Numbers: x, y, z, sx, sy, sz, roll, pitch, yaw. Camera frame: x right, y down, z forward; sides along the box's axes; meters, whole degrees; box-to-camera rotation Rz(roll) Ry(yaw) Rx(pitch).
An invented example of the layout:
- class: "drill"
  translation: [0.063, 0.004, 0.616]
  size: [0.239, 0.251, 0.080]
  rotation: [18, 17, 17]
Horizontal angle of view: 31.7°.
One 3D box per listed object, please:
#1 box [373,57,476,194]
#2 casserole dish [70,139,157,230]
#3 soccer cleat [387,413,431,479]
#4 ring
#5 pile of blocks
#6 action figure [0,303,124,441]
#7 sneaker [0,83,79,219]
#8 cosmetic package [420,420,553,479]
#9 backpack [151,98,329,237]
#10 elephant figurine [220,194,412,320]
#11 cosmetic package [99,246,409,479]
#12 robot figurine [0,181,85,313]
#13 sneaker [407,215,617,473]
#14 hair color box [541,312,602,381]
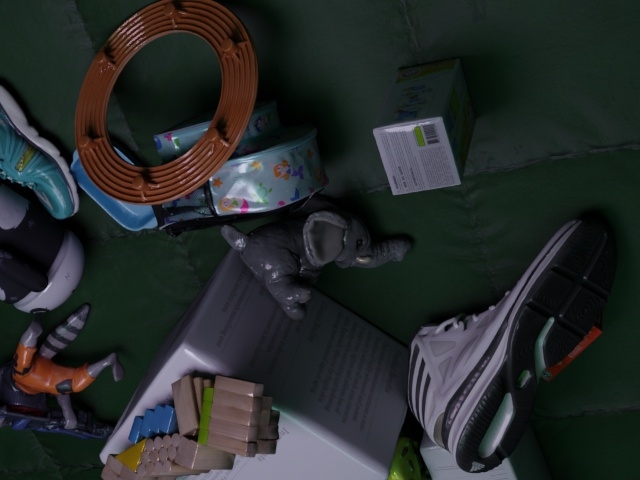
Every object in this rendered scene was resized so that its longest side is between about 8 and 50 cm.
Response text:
- class: "box"
  translation: [0.157, -0.170, 1.654]
  size: [0.103, 0.203, 0.114]
  rotation: [-8, 121, 20]
- class: "casserole dish"
  translation: [-0.341, -0.100, 1.934]
  size: [0.114, 0.037, 0.188]
  rotation: [-36, 107, 31]
- class: "soccer cleat"
  translation: [0.127, 0.379, 1.970]
  size: [0.121, 0.289, 0.093]
  rotation: [-17, 94, 11]
- class: "ring"
  translation: [-0.242, -0.216, 1.691]
  size: [0.336, 0.336, 0.032]
  rotation: [-19, 157, 25]
- class: "pile of blocks"
  translation: [-0.184, 0.295, 1.724]
  size: [0.362, 0.149, 0.112]
  rotation: [-27, 154, 35]
- class: "action figure"
  translation: [-0.513, 0.275, 2.186]
  size: [0.341, 0.178, 0.330]
  rotation: [22, 138, -37]
- class: "sneaker"
  translation: [-0.521, -0.137, 1.906]
  size: [0.107, 0.110, 0.275]
  rotation: [-23, 113, 45]
- class: "cosmetic package"
  translation: [0.317, 0.437, 2.009]
  size: [0.155, 0.197, 0.365]
  rotation: [-12, 117, 21]
- class: "backpack"
  translation: [-0.121, -0.115, 1.746]
  size: [0.253, 0.225, 0.191]
  rotation: [-2, 105, 28]
- class: "elephant figurine"
  translation: [0.000, 0.000, 1.841]
  size: [0.239, 0.169, 0.186]
  rotation: [-39, 149, -5]
- class: "cosmetic package"
  translation: [-0.097, 0.285, 1.938]
  size: [0.393, 0.329, 0.327]
  rotation: [34, 123, -6]
- class: "robot figurine"
  translation: [-0.542, 0.011, 1.941]
  size: [0.173, 0.209, 0.278]
  rotation: [-31, 126, 34]
- class: "sneaker"
  translation: [0.277, 0.127, 1.837]
  size: [0.169, 0.257, 0.447]
  rotation: [28, 94, -38]
- class: "hair color box"
  translation: [0.410, 0.165, 1.882]
  size: [0.043, 0.072, 0.141]
  rotation: [32, 124, -8]
